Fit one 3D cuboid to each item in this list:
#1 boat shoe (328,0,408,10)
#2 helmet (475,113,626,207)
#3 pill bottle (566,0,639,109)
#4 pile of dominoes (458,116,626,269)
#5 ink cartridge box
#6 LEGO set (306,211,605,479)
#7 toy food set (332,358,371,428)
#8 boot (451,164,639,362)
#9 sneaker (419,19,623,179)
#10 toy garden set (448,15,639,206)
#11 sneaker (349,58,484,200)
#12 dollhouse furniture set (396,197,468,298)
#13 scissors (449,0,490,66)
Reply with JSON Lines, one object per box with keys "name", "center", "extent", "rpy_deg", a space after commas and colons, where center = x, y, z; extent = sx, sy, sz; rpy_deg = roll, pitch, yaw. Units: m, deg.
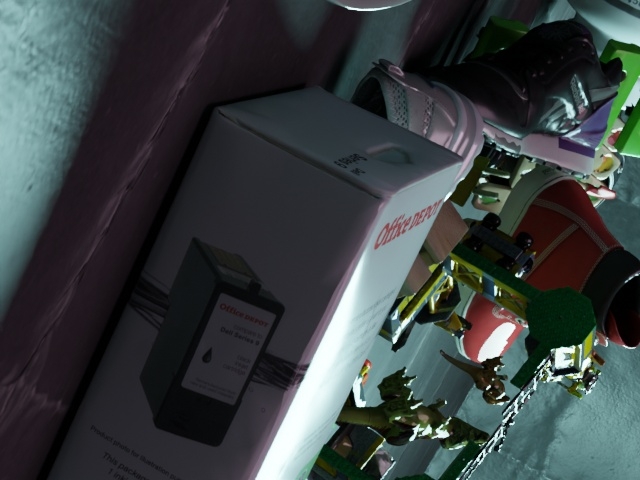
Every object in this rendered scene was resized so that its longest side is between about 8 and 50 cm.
{"name": "boat shoe", "center": [0.039, -0.208, 1.023], "extent": [0.302, 0.091, 0.114], "rpy_deg": [-45, 141, -50]}
{"name": "helmet", "center": [0.233, -0.093, 2.020], "extent": [0.161, 0.169, 0.169], "rpy_deg": [-46, 171, 6]}
{"name": "pill bottle", "center": [0.358, -0.300, 2.042], "extent": [0.318, 0.176, 0.176], "rpy_deg": [-66, 168, 24]}
{"name": "pile of dominoes", "center": [0.192, -0.037, 1.922], "extent": [0.040, 0.196, 0.251], "rpy_deg": [-112, -141, -54]}
{"name": "ink cartridge box", "center": [-0.041, 0.057, 1.240], "extent": [0.289, 0.121, 0.211], "rpy_deg": [-64, 169, 15]}
{"name": "LEGO set", "center": [0.095, 0.155, 1.769], "extent": [0.331, 0.255, 0.192], "rpy_deg": [-58, 160, -24]}
{"name": "toy food set", "center": [0.030, 0.163, 2.104], "extent": [0.082, 0.020, 0.083], "rpy_deg": [-41, 157, -61]}
{"name": "boot", "center": [0.218, 0.071, 1.854], "extent": [0.088, 0.176, 0.244], "rpy_deg": [-15, 145, -34]}
{"name": "sneaker", "center": [0.170, -0.140, 1.680], "extent": [0.283, 0.107, 0.124], "rpy_deg": [9, 107, -61]}
{"name": "toy garden set", "center": [0.211, -0.110, 1.853], "extent": [0.244, 0.049, 0.204], "rpy_deg": [8, 123, -31]}
{"name": "sneaker", "center": [-0.008, -0.008, 1.389], "extent": [0.115, 0.105, 0.281], "rpy_deg": [34, 89, -45]}
{"name": "dollhouse furniture set", "center": [0.000, 0.000, 1.541], "extent": [0.151, 0.123, 0.144], "rpy_deg": [-26, -167, 37]}
{"name": "scissors", "center": [0.088, -0.094, 1.720], "extent": [0.297, 0.021, 0.109], "rpy_deg": [-65, 167, 25]}
